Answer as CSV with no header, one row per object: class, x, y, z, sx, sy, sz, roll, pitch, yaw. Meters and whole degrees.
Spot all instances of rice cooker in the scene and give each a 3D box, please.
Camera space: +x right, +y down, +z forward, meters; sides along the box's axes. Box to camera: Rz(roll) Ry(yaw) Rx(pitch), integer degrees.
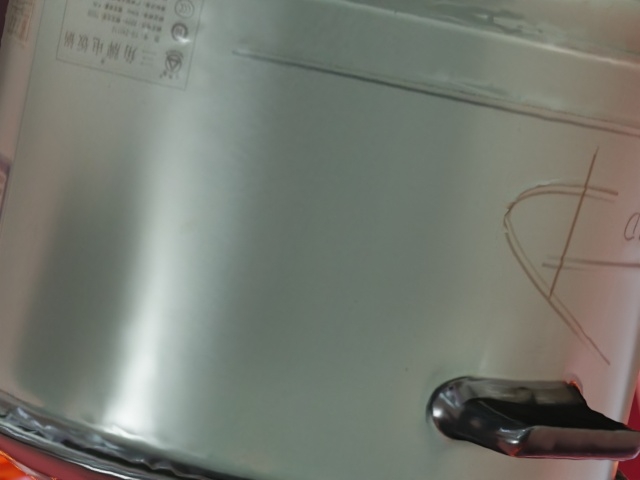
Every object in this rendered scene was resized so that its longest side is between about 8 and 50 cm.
rice cooker,0.000,0.000,0.585,0.241,0.280,0.227,7,-83,-38
